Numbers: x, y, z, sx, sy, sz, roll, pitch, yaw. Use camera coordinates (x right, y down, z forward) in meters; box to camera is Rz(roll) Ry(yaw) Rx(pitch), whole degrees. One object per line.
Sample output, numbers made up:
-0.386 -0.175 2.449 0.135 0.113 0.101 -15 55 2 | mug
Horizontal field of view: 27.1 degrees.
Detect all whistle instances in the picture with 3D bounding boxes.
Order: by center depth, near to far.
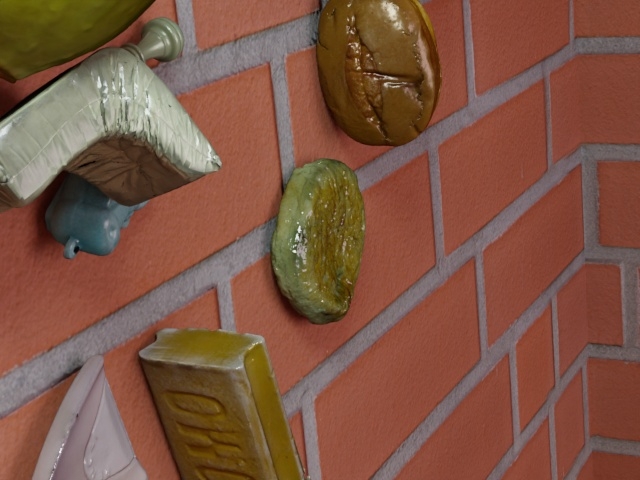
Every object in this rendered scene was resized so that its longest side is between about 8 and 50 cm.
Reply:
-0.254 -0.085 1.612 0.186 0.093 0.274 93 15 -54 | whistle

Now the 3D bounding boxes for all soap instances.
-0.128 0.248 1.799 0.089 0.173 0.274 -52 137 -46 | soap

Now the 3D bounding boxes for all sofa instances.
-0.265 -0.070 1.394 0.225 0.210 0.176 -46 108 -34 | sofa

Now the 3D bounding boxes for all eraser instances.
-0.299 0.286 1.592 0.243 0.059 0.204 -56 141 -50 | eraser

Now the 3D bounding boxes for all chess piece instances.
-0.237 -0.232 1.672 0.149 0.059 0.059 -41 128 -46 | chess piece

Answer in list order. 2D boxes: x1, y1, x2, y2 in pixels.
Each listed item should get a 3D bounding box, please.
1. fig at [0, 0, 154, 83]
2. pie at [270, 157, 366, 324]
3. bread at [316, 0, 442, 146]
-0.277 -0.334 1.302 0.343 0.343 0.343 -12 104 -62 | fig
0.000 0.000 2.143 0.277 0.078 0.277 -1 90 -66 | pie
0.098 -0.287 2.166 0.142 0.195 0.270 -40 123 -64 | bread
